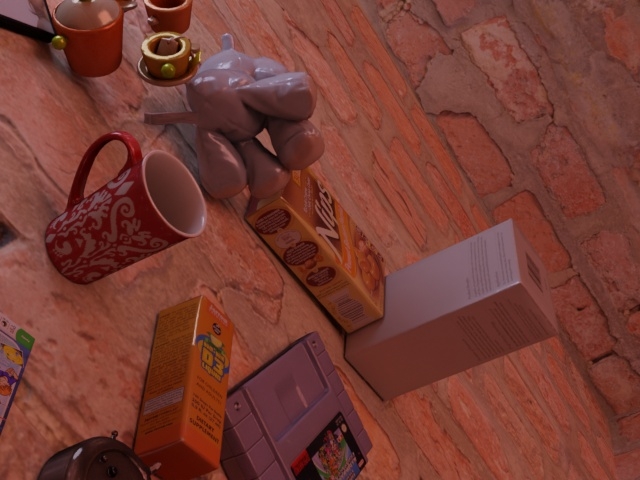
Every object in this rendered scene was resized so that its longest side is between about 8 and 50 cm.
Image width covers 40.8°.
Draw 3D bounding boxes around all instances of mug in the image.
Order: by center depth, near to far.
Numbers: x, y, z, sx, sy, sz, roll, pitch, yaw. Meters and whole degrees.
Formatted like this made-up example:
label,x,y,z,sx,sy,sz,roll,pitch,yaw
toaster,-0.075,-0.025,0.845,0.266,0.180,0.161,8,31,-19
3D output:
label,x,y,z,sx,sy,sz,roll,pitch,yaw
mug,-0.240,-0.036,1.039,0.113,0.169,0.150,26,43,-54

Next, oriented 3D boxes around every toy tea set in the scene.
label,x,y,z,sx,sy,sz,roll,pitch,yaw
toy tea set,-0.274,-0.366,1.256,0.124,0.200,0.336,95,-8,-49

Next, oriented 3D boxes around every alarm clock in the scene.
label,x,y,z,sx,sy,sz,roll,pitch,yaw
alarm clock,-0.234,0.274,0.873,0.129,0.064,0.192,64,26,-1

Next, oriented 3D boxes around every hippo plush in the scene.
label,x,y,z,sx,sy,sz,roll,pitch,yaw
hippo plush,-0.145,-0.211,1.452,0.294,0.234,0.236,9,23,-12

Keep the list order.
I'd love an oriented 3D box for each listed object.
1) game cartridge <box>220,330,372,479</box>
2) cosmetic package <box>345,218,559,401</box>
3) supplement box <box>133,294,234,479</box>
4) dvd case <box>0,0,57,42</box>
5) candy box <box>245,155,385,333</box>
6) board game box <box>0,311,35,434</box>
label,x,y,z,sx,sy,sz,roll,pitch,yaw
game cartridge,-0.032,0.288,1.286,0.230,0.068,0.355,60,23,1
cosmetic package,0.237,0.133,1.617,0.155,0.366,0.197,49,29,-28
supplement box,-0.167,0.181,1.084,0.078,0.080,0.233,49,25,-36
dvd case,-0.454,-0.397,1.151,0.180,0.022,0.253,6,61,-63
candy box,0.000,0.000,1.602,0.316,0.088,0.183,50,25,-26
board game box,-0.369,0.091,0.804,0.201,0.035,0.136,48,28,-33
